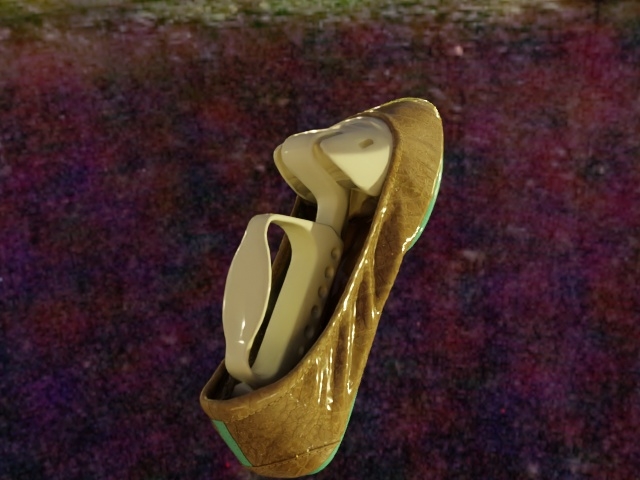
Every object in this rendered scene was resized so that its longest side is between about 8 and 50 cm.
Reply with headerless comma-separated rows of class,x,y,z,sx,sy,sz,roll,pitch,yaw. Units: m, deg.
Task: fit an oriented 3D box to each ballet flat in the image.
ballet flat,0.000,0.000,0.601,0.116,0.124,0.342,0,59,44
